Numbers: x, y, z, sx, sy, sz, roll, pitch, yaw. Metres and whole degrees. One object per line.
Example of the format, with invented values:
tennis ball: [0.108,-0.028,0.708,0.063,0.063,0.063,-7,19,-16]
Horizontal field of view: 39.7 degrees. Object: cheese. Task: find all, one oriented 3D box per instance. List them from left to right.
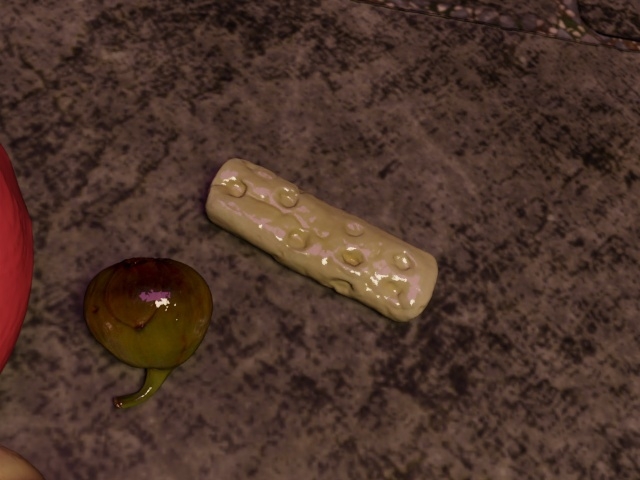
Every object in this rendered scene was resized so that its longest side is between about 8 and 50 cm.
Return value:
cheese: [0.000,0.000,0.698,0.194,0.043,0.065,29,54,1]

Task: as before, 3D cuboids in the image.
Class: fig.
fig: [-0.115,0.060,0.616,0.084,0.082,0.098,-19,106,-41]

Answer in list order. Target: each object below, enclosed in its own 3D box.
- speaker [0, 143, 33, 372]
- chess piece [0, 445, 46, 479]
speaker: [-0.313,0.009,0.517,0.294,0.294,0.294,8,57,-12]
chess piece: [-0.142,0.189,0.443,0.261,0.143,0.143,19,47,38]
